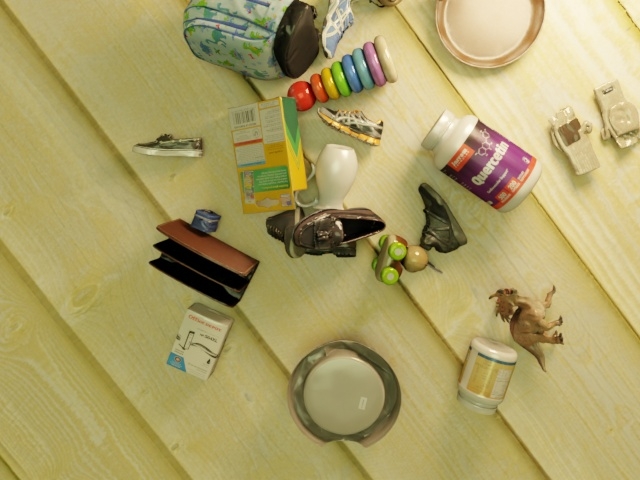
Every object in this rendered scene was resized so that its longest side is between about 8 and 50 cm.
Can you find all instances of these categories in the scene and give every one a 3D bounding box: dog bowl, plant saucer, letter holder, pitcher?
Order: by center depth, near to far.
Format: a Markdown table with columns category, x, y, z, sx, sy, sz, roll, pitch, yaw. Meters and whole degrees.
| category | x | y | z | sx | sy | sz | roll | pitch | yaw |
| --- | --- | --- | --- | --- | --- | --- | --- | --- | --- |
| plant saucer | 0.487 | -0.655 | 1.608 | 0.310 | 0.050 | 0.311 | 1 | 97 | 6 |
| pitcher | 0.016 | -0.186 | 1.682 | 0.177 | 0.125 | 0.207 | 11 | 109 | 1 |
| letter holder | -0.369 | 0.077 | 1.707 | 0.301 | 0.214 | 0.152 | 28 | 99 | 1 |
| dog bowl | 0.074 | 0.469 | 1.729 | 0.348 | 0.102 | 0.349 | 0 | 97 | 4 |

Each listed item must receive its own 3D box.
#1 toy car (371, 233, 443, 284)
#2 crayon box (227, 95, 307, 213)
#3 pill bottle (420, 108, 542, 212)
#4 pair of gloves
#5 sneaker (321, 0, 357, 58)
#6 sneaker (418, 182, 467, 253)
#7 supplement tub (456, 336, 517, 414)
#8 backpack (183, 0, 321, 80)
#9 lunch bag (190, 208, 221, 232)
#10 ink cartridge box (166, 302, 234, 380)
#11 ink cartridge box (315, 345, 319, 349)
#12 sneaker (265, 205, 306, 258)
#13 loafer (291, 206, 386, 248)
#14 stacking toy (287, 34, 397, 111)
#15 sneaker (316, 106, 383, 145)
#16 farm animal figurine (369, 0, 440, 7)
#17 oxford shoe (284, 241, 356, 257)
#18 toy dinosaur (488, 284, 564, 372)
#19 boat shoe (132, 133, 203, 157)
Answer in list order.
| category | x | y | z | sx | sy | sz | roll | pitch | yaw |
| --- | --- | --- | --- | --- | --- | --- | --- | --- | --- |
| toy car | 0.269 | 0.071 | 1.685 | 0.188 | 0.155 | 0.149 | 15 | 99 | -9 |
| crayon box | -0.156 | -0.250 | 1.671 | 0.202 | 0.083 | 0.323 | -3 | 98 | 32 |
| pill bottle | 0.456 | -0.235 | 1.600 | 0.322 | 0.181 | 0.182 | 34 | 100 | 0 |
| pair of gloves | 0.801 | -0.327 | 1.625 | 0.240 | 0.042 | 0.204 | -32 | 90 | 7 |
| sneaker | 0.055 | -0.640 | 1.636 | 0.081 | 0.080 | 0.211 | 14 | 100 | 7 |
| sneaker | 0.336 | -0.057 | 1.683 | 0.130 | 0.087 | 0.228 | -31 | 99 | 2 |
| supplement tub | 0.505 | 0.412 | 1.701 | 0.144 | 0.144 | 0.200 | 16 | 99 | 3 |
| backpack | -0.210 | -0.597 | 1.571 | 0.355 | 0.290 | 0.273 | 36 | 86 | 7 |
| lunch bag | -0.359 | -0.066 | 1.745 | 0.067 | 0.098 | 0.065 | 21 | 97 | 8 |
| ink cartridge box | -0.390 | 0.327 | 1.808 | 0.148 | 0.086 | 0.203 | 22 | 100 | 2 |
| ink cartridge box | 0.032 | 0.469 | 1.805 | 0.208 | 0.045 | 0.206 | 30 | 99 | -1 |
| sneaker | -0.109 | -0.011 | 1.683 | 0.118 | 0.222 | 0.083 | -16 | 123 | 14 |
| loafer | 0.060 | -0.037 | 1.617 | 0.302 | 0.095 | 0.109 | -14 | 114 | -34 |
| stacking toy | 0.053 | -0.477 | 1.638 | 0.330 | 0.141 | 0.141 | -19 | 95 | 12 |
| sneaker | 0.091 | -0.358 | 1.675 | 0.214 | 0.084 | 0.083 | 23 | 96 | -7 |
| farm animal figurine | 0.272 | -0.775 | 1.551 | 0.326 | 0.172 | 0.331 | -35 | 76 | 26 |
| oxford shoe | 0.000 | 0.000 | 1.738 | 0.227 | 0.083 | 0.096 | 3 | 82 | 3 |
| toy dinosaur | 0.618 | 0.249 | 1.686 | 0.200 | 0.127 | 0.296 | -6 | 109 | 14 |
| boat shoe | -0.477 | -0.299 | 1.741 | 0.219 | 0.078 | 0.070 | 2 | 99 | -3 |
